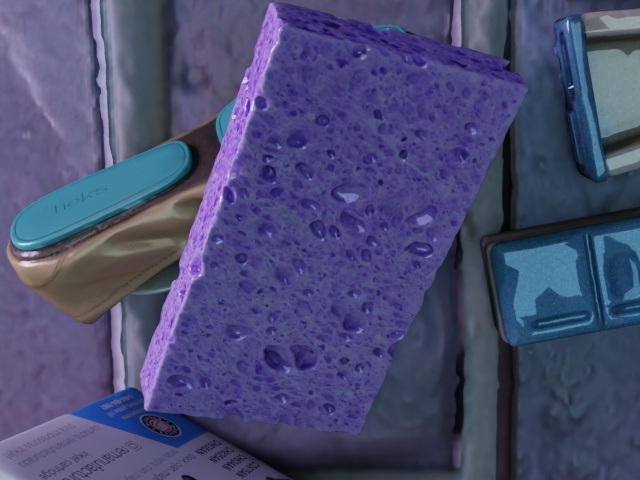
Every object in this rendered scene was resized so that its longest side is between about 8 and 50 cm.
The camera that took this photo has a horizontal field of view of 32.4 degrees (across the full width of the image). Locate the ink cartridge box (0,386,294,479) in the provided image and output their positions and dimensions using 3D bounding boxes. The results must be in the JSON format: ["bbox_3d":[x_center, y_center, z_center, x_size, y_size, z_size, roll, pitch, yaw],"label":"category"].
[{"bbox_3d":[-0.055,0.205,0.509,0.233,0.171,0.168,28,97,11],"label":"ink cartridge box"}]

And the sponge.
[{"bbox_3d":[0.000,0.000,0.518,0.117,0.031,0.210,11,120,-20],"label":"sponge"}]

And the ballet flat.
[{"bbox_3d":[-0.044,-0.030,0.558,0.232,0.080,0.073,-26,124,8],"label":"ballet flat"}]

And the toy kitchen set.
[{"bbox_3d":[0.129,-0.052,0.488,0.122,0.166,0.207,-11,97,4],"label":"toy kitchen set"}]
